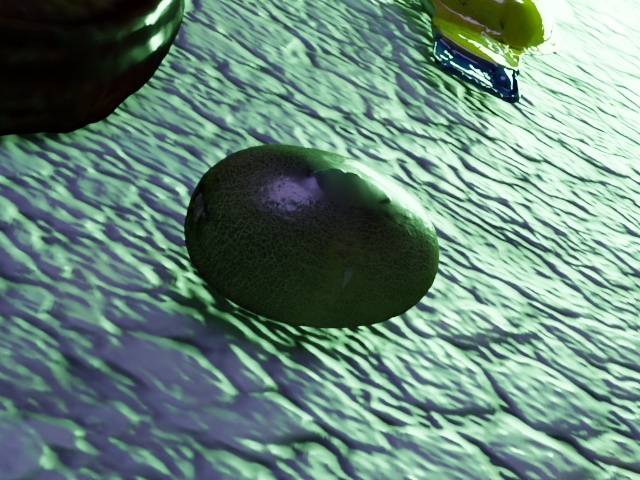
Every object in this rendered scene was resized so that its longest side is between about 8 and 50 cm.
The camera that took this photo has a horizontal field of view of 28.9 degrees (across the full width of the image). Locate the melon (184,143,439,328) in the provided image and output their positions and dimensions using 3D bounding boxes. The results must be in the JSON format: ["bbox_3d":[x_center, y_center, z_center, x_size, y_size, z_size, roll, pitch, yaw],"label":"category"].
[{"bbox_3d":[0.000,0.000,0.692,0.162,0.099,0.099,14,36,-35],"label":"melon"}]

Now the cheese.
[{"bbox_3d":[0.149,-0.212,1.151,0.177,0.069,0.270,27,35,-9],"label":"cheese"}]

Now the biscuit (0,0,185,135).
[{"bbox_3d":[-0.266,-0.223,0.769,0.407,0.091,0.407,23,32,-15],"label":"biscuit"}]
